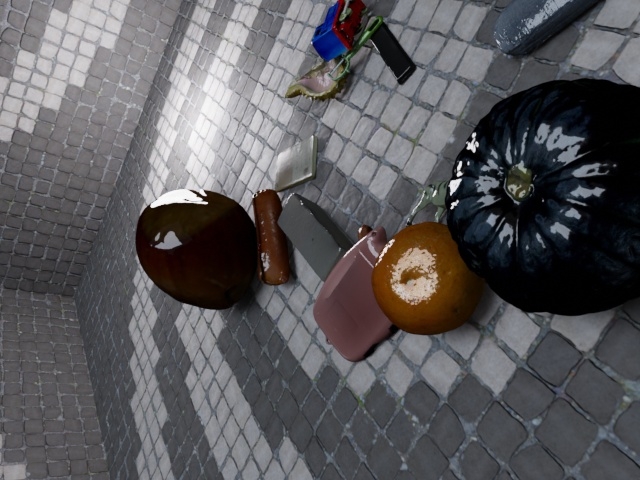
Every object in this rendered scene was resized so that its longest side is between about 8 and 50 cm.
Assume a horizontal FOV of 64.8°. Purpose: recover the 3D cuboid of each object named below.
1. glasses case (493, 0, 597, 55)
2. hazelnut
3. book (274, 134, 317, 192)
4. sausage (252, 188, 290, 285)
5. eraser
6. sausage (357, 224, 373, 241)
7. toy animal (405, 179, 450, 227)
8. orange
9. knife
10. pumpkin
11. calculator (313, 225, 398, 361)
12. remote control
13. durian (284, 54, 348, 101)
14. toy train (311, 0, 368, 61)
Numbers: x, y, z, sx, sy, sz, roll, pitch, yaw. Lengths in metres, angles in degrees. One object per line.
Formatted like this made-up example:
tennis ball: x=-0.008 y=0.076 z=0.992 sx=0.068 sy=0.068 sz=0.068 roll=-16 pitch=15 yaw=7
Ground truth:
glasses case: x=0.456 y=-0.467 z=0.956 sx=0.282 sy=0.067 sz=0.109 roll=-34 pitch=57 yaw=39
hazelnut: x=-0.403 y=0.023 z=1.622 sx=0.429 sy=0.402 sz=0.402 roll=28 pitch=101 yaw=40
book: x=-0.080 y=-0.237 z=1.588 sx=0.198 sy=0.016 sz=0.139 roll=-14 pitch=68 yaw=49
sausage: x=-0.150 y=-0.009 z=1.541 sx=0.102 sy=0.102 sz=0.331 roll=-34 pitch=54 yaw=40
eraser: x=0.001 y=0.000 z=1.368 sx=0.352 sy=0.077 sz=0.111 roll=50 pitch=120 yaw=46
sausage: x=0.120 y=0.020 z=1.238 sx=0.039 sy=0.041 sz=0.131 roll=-41 pitch=49 yaw=43
toy animal: x=0.282 y=-0.100 z=1.056 sx=0.216 sy=0.073 sz=0.176 roll=-1 pitch=72 yaw=56
orange: x=0.211 y=0.074 z=0.992 sx=0.224 sy=0.170 sz=0.224 roll=-3 pitch=83 yaw=31
knife: x=0.102 y=-0.526 z=1.393 sx=0.212 sy=0.015 sz=0.054 roll=-47 pitch=65 yaw=17
pumpkin: x=0.370 y=-0.062 z=0.776 sx=0.363 sy=0.266 sz=0.364 roll=-12 pitch=74 yaw=47
calculator: x=0.096 y=0.142 z=1.190 sx=0.220 sy=0.048 sz=0.330 roll=48 pitch=122 yaw=26
remote control: x=0.183 y=-0.507 z=1.341 sx=0.063 sy=0.025 sz=0.245 roll=-44 pitch=48 yaw=27
durian: x=-0.005 y=-0.462 z=1.501 sx=0.224 sy=0.078 sz=0.140 roll=-16 pitch=75 yaw=27
toy train: x=0.058 y=-0.612 z=1.421 sx=0.131 sy=0.082 sz=0.204 roll=-19 pitch=43 yaw=38
